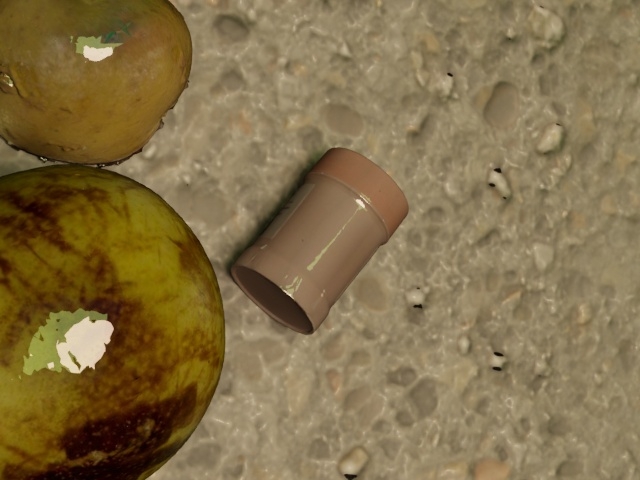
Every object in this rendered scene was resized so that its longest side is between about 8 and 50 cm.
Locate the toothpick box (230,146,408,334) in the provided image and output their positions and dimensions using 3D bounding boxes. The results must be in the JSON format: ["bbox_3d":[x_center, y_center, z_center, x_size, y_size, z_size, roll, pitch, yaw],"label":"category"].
[{"bbox_3d":[0.000,0.000,1.126,0.098,0.098,0.149,45,69,-17],"label":"toothpick box"}]

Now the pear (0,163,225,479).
[{"bbox_3d":[-0.210,0.079,0.919,0.283,0.283,0.284,2,86,-26],"label":"pear"}]

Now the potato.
[{"bbox_3d":[-0.189,-0.161,1.038,0.202,0.117,0.182,5,82,-25],"label":"potato"}]
